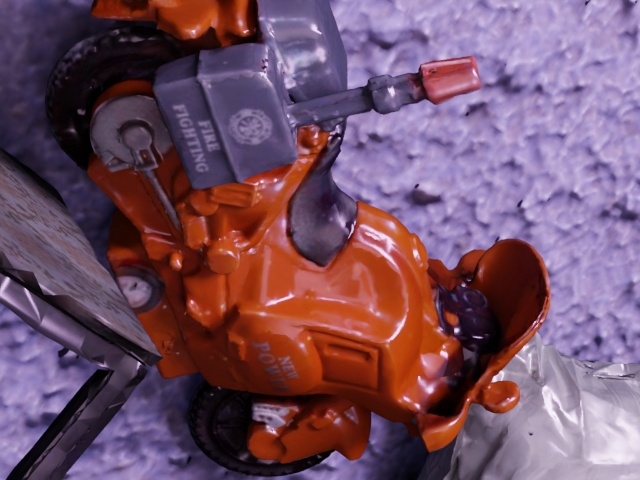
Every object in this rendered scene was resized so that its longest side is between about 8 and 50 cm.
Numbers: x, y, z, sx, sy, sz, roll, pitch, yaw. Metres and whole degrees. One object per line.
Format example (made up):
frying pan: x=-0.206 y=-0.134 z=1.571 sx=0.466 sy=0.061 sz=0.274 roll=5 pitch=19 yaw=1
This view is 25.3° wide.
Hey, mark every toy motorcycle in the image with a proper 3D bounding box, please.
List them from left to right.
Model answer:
toy motorcycle: x=0.000 y=0.000 z=0.747 sx=0.221 sy=0.147 sz=0.325 roll=-14 pitch=126 yaw=8

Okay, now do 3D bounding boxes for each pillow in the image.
pillow: x=0.159 y=0.210 z=0.910 sx=0.283 sy=0.138 sz=0.309 roll=20 pitch=102 yaw=-20

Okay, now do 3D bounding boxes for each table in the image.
table: x=-0.298 y=0.023 z=0.579 sx=0.335 sy=0.222 sz=0.272 roll=39 pitch=92 yaw=-31
